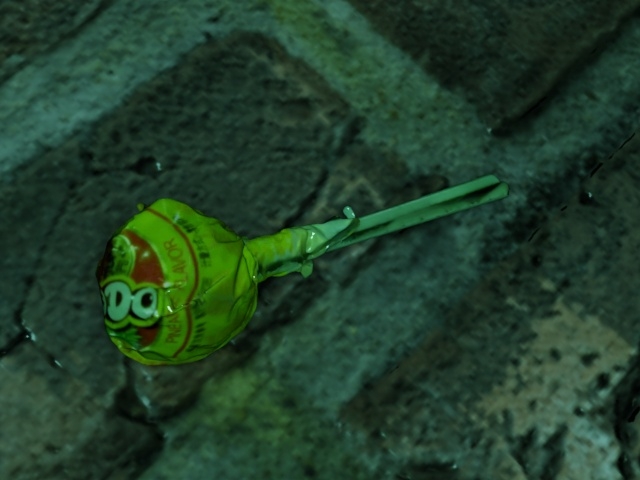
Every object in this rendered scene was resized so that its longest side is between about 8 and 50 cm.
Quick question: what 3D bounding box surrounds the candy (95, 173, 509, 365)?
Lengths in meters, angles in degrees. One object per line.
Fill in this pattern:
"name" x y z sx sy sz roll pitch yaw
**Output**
"candy" -0.002 0.000 0.935 0.262 0.077 0.073 -18 47 -37
